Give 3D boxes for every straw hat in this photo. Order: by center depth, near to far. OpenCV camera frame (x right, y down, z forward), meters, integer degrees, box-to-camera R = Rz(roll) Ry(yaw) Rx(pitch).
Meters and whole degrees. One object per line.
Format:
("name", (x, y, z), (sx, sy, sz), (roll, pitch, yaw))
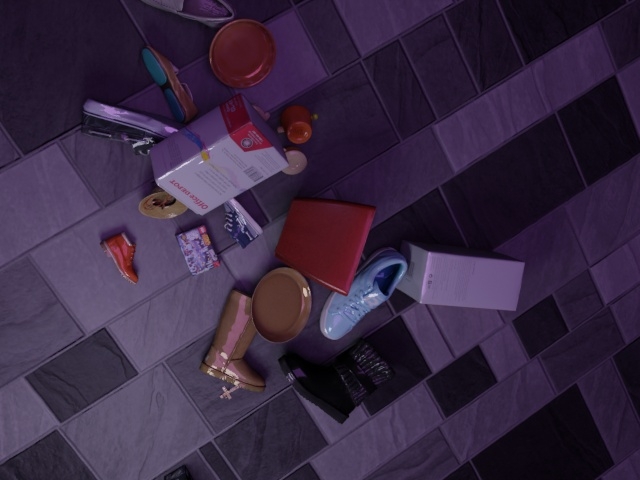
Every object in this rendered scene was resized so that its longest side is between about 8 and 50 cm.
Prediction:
("straw hat", (-0.456, -0.126, 1.769), (0.145, 0.144, 0.061), (-11, 60, -14))

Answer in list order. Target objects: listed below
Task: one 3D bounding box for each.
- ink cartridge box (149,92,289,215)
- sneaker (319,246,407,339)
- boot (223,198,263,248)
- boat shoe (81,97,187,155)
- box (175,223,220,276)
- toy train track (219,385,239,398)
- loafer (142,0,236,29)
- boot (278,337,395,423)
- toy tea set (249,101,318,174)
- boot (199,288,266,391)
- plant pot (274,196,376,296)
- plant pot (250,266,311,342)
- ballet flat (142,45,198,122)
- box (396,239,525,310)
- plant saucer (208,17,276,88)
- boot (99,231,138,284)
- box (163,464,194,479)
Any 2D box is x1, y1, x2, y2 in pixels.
("ink cartridge box", (-0.275, -0.228, 1.671), (0.306, 0.131, 0.226), (-27, 148, 11))
("sneaker", (0.137, 0.173, 1.947), (0.135, 0.150, 0.365), (38, 88, -18))
("boot", (-0.262, -0.064, 1.833), (0.086, 0.069, 0.190), (-44, 110, -8))
("boat shoe", (-0.500, -0.298, 1.714), (0.336, 0.121, 0.119), (16, 105, -9))
("box", (-0.369, 0.029, 1.841), (0.094, 0.027, 0.136), (-23, 105, -12))
("toy train track", (-0.283, 0.480, 1.951), (0.083, 0.014, 0.048), (-30, 106, -10))
("loafer", (-0.383, -0.674, 1.671), (0.320, 0.111, 0.111), (15, 95, -18))
("boot", (0.055, 0.409, 1.971), (0.260, 0.131, 0.348), (-45, 119, 3))
("toy tea set", (-0.176, -0.330, 1.811), (0.336, 0.124, 0.200), (13, 125, -21))
("boot", (-0.224, 0.317, 1.903), (0.236, 0.089, 0.269), (26, 88, -25))
("plant pot", (0.000, 0.000, 1.823), (0.236, 0.267, 0.267), (18, 87, -2))
("plant pot", (-0.127, 0.200, 1.897), (0.236, 0.032, 0.236), (-3, 94, -42))
("ballet flat", (-0.423, -0.447, 1.731), (0.073, 0.080, 0.232), (-38, 112, -36))
("box", (0.448, 0.112, 1.993), (0.346, 0.215, 0.168), (6, 98, -16))
("plant saucer", (-0.225, -0.537, 1.746), (0.200, 0.037, 0.199), (-14, 129, -19))
("boot", (-0.562, 0.053, 1.776), (0.085, 0.059, 0.157), (-33, 106, -14))
("box", (-0.415, 0.812, 1.884), (0.078, 0.180, 0.147), (-28, 105, -8))
